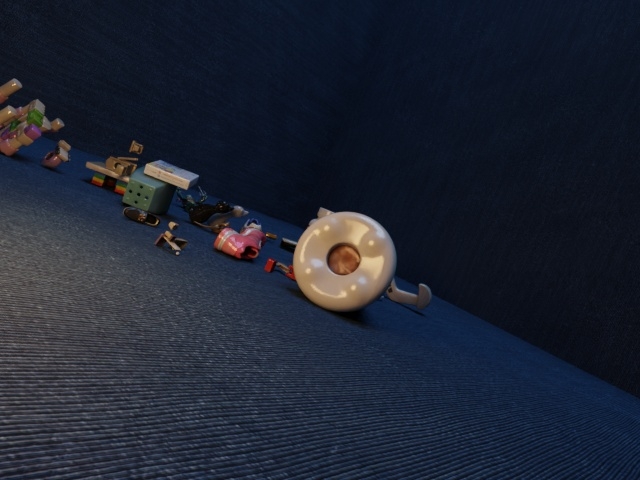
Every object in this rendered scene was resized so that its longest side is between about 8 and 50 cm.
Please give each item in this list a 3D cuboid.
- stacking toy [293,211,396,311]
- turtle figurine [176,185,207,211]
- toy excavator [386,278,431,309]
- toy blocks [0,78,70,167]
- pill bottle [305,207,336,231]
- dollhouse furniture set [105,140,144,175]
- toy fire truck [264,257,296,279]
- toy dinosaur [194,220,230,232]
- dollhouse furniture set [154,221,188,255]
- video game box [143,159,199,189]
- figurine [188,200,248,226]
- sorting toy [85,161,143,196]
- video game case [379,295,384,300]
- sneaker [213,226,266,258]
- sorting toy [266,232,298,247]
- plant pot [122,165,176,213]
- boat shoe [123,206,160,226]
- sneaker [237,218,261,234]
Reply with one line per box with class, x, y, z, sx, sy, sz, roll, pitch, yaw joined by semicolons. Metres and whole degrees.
stacking toy;0.111;0.134;1.577;0.350;0.351;0.480;24;-15;18
turtle figurine;-0.718;-0.223;2.321;0.175;0.118;0.234;3;30;-32
toy excavator;0.321;0.184;2.193;0.432;0.446;0.222;-19;-9;18
toy blocks;-1.291;-0.451;1.768;0.289;0.260;0.309;63;4;38
pill bottle;0.000;0.000;2.030;0.169;0.302;0.169;23;4;-2
dollhouse furniture set;-0.894;-0.385;1.877;0.101;0.161;0.182;22;4;-11
toy fire truck;-0.133;0.114;1.651;0.135;0.047;0.192;22;3;10
toy dinosaur;-0.486;-0.055;1.945;0.112;0.064;0.211;-5;-6;12
dollhouse furniture set;-0.430;0.006;1.297;0.081;0.091;0.114;41;7;19
video game box;-0.643;-0.288;1.813;0.187;0.048;0.205;24;12;-11
figurine;-0.474;-0.130;1.975;0.209;0.093;0.215;-12;-9;20
sorting toy;-0.959;-0.284;1.987;0.257;0.090;0.255;21;5;-17
video game case;0.162;0.223;1.991;0.227;0.026;0.206;18;7;-42
sneaker;-0.289;0.029;1.657;0.136;0.116;0.314;35;15;17
sorting toy;-0.177;0.026;2.460;0.307;0.041;0.229;18;-7;-5
plant pot;-0.735;-0.205;1.768;0.165;0.166;0.234;22;10;-9
boat shoe;-0.634;-0.085;1.485;0.042;0.049;0.133;16;-6;42
sneaker;-0.330;-0.043;2.014;0.111;0.131;0.296;19;4;-21
